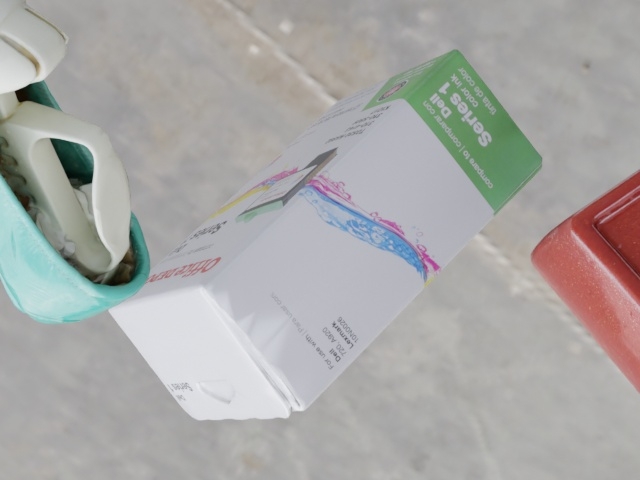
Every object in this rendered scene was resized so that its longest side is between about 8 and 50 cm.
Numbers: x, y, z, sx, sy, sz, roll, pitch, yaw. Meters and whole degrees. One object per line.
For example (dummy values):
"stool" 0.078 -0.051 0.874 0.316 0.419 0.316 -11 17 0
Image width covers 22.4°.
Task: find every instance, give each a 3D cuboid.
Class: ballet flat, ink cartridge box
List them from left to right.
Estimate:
"ballet flat" -0.146 -0.063 0.767 0.087 0.083 0.247 -8 127 24
"ink cartridge box" 0.000 0.000 1.212 0.117 0.278 0.201 52 155 -12

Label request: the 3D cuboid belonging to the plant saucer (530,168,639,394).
"plant saucer" 0.290 0.005 0.966 0.258 0.259 0.048 55 177 41
